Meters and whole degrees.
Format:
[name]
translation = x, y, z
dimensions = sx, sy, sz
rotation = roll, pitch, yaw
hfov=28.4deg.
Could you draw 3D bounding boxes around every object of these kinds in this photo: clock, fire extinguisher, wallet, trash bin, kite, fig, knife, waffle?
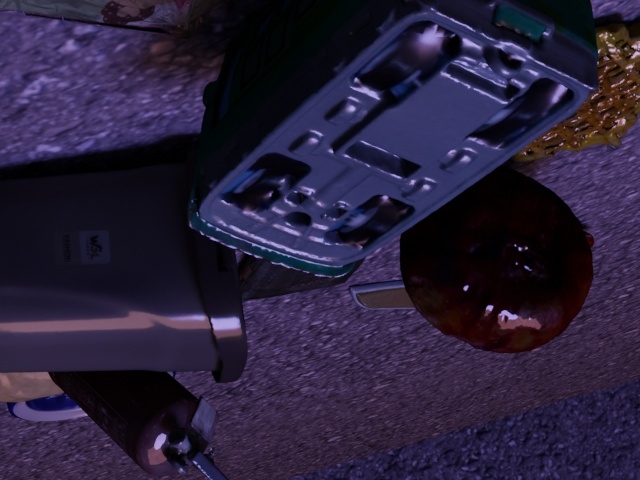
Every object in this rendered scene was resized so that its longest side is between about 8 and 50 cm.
[clock]
translation = -0.317, 0.175, 1.730
dimensions = 0.231, 0.083, 0.230
rotation = -12, 160, -5
[fire extinguisher]
translation = -0.188, 0.180, 1.352
dimensions = 0.105, 0.269, 0.104
rotation = -20, 124, -33
[wallet]
translation = 0.000, 0.001, 1.564
dimensions = 0.169, 0.044, 0.317
rotation = -10, 160, -22
[trash bin]
translation = -0.207, 0.032, 1.263
dimensions = 0.250, 0.219, 0.219
rotation = -3, 156, -16
[kite]
translation = -0.122, -0.214, 0.937
dimensions = 0.323, 0.013, 0.267
rotation = -19, 161, 1
[fig]
translation = 0.196, 0.013, 1.484
dimensions = 0.224, 0.263, 0.224
rotation = -5, 122, -8
[knife]
translation = 0.177, 0.079, 1.944
dimensions = 0.343, 0.027, 0.061
rotation = 0, 137, -36
[waffle]
translation = 0.262, -0.153, 1.355
dimensions = 0.245, 0.052, 0.254
rotation = -10, 158, -13

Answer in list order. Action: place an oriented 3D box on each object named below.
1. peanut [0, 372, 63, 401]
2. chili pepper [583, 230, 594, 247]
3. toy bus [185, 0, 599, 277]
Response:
[peanut]
translation = -0.300, 0.120, 1.509
dimensions = 0.319, 0.147, 0.147
rotation = -2, 156, -28
[chili pepper]
translation = 0.348, 0.001, 1.831
dimensions = 0.088, 0.064, 0.169
rotation = -12, 173, 40
[toy bus]
translation = 0.043, -0.134, 1.000
dimensions = 0.184, 0.199, 0.343
rotation = 20, 144, -29
